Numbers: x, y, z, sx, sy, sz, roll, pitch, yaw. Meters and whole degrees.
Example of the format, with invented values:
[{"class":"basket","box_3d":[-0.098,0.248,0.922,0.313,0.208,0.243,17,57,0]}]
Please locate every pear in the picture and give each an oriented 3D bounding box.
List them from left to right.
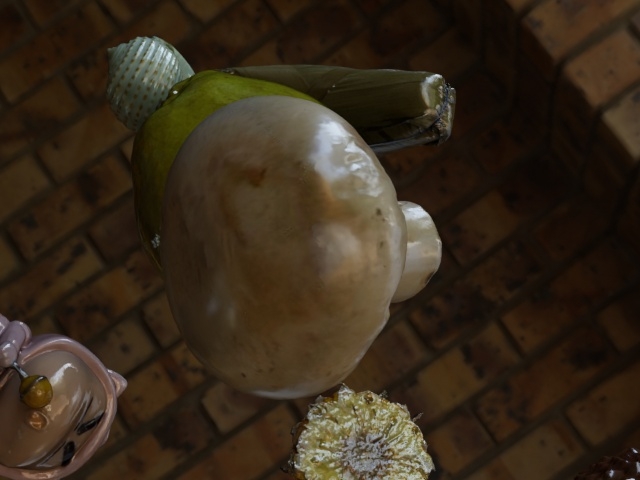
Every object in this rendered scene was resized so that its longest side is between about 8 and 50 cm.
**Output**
[{"class":"pear","box_3d":[-0.076,-0.044,1.663,0.352,0.413,0.352,-34,16,11]}]

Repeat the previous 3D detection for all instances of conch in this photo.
[{"class":"conch","box_3d":[-0.254,-0.219,1.840,0.131,0.200,0.172,-30,13,4]}]

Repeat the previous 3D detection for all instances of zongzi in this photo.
[{"class":"zongzi","box_3d":[0.024,-0.217,1.755,0.289,0.123,0.260,26,-19,-31]}]

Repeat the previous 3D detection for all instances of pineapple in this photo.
[{"class":"pineapple","box_3d":[0.056,0.277,1.519,0.221,0.221,0.047,-27,-15,-26]}]

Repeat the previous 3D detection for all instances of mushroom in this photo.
[{"class":"mushroom","box_3d":[0.000,0.000,1.162,0.290,0.293,0.292,-6,-30,-38]}]

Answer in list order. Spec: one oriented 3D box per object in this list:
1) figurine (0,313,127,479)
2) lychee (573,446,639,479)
[{"class":"figurine","box_3d":[-0.319,0.141,1.166,0.176,0.186,0.287,-44,-59,-5]},{"class":"lychee","box_3d":[0.361,0.372,1.380,0.267,0.267,0.267,-32,-15,-10]}]
